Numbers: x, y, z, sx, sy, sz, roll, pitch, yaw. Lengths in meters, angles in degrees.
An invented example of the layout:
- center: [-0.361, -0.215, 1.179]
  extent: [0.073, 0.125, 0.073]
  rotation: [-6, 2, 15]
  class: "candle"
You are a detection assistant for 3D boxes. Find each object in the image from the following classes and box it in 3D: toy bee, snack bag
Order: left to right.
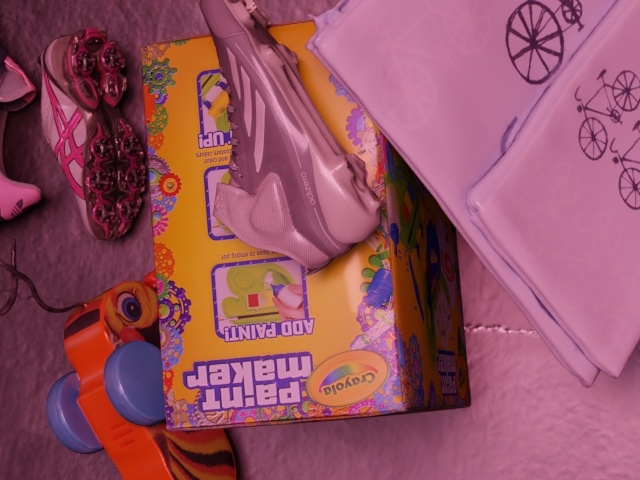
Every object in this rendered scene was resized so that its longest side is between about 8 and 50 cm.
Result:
- center: [-0.150, 0.099, 1.352]
  extent: [0.195, 0.162, 0.298]
  rotation: [-4, 116, 28]
  class: "toy bee"
- center: [0.180, -0.122, 1.176]
  extent: [0.342, 0.037, 0.323]
  rotation: [50, 59, -18]
  class: "snack bag"

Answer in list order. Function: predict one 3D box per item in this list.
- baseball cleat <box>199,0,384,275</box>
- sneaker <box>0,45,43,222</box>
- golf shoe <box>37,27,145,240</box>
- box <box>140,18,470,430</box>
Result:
- center: [-0.045, -0.072, 1.073]
  extent: [0.109, 0.072, 0.206]
  rotation: [-36, 74, 15]
  class: "baseball cleat"
- center: [-0.322, -0.163, 1.442]
  extent: [0.131, 0.112, 0.319]
  rotation: [-8, 87, -2]
  class: "sneaker"
- center: [-0.206, -0.090, 1.424]
  extent: [0.086, 0.067, 0.186]
  rotation: [-10, 87, 45]
  class: "golf shoe"
- center: [0.000, 0.000, 1.241]
  extent: [0.177, 0.290, 0.279]
  rotation: [-7, 83, 13]
  class: "box"
